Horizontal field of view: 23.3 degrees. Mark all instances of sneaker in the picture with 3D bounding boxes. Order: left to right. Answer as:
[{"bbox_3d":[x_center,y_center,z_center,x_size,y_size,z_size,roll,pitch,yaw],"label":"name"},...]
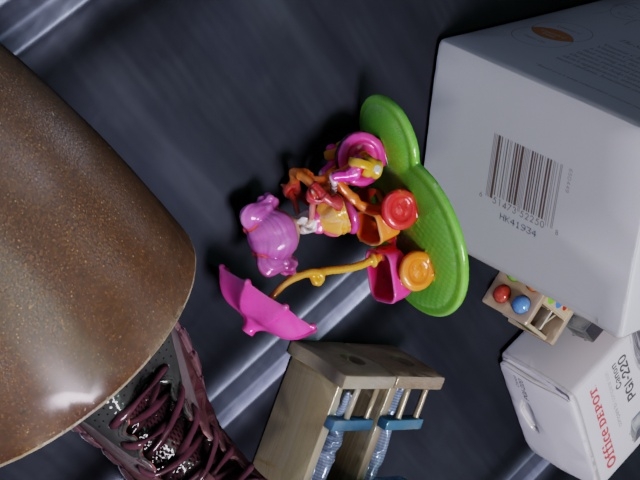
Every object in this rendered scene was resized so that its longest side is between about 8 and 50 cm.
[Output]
[{"bbox_3d":[-0.078,0.146,1.057,0.106,0.162,0.281,-44,138,-18],"label":"sneaker"}]

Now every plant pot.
[{"bbox_3d":[-0.213,-0.031,0.804,0.215,0.215,0.230,-42,122,-20],"label":"plant pot"}]

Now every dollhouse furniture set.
[{"bbox_3d":[0.060,0.176,1.203,0.129,0.184,0.129,6,108,-48],"label":"dollhouse furniture set"}]

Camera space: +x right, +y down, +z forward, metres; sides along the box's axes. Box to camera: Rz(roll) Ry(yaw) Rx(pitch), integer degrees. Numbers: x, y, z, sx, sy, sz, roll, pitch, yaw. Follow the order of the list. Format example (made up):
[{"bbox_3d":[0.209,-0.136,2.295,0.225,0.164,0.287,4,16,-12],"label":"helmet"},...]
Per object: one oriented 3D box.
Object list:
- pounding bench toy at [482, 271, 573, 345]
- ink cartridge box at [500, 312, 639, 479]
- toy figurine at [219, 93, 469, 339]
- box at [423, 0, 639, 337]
[{"bbox_3d":[0.193,0.037,1.361,0.083,0.052,0.065,-58,140,-3],"label":"pounding bench toy"},{"bbox_3d":[0.283,0.102,1.465,0.218,0.092,0.158,-42,137,-18],"label":"ink cartridge box"},{"bbox_3d":[0.000,0.000,1.109,0.159,0.130,0.173,-21,106,-25],"label":"toy figurine"},{"bbox_3d":[0.279,-0.084,1.253,0.345,0.215,0.168,-19,126,-38],"label":"box"}]
